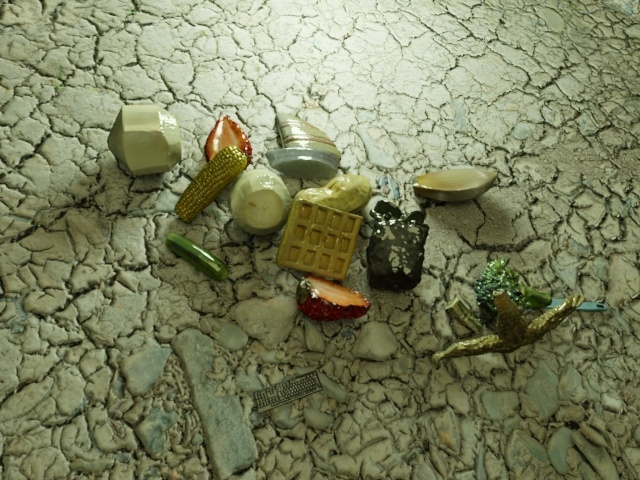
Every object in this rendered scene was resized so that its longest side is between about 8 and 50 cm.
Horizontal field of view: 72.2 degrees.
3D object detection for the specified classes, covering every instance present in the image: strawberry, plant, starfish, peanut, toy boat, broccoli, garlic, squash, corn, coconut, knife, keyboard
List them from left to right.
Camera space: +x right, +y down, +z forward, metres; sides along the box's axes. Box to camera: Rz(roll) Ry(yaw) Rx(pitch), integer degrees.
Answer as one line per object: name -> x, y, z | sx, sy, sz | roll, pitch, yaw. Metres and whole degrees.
coconut -> -0.571, -0.328, 1.421 | 0.241, 0.241, 0.241 | 4, 67, -8
squash -> -0.385, 0.051, 1.376 | 0.229, 0.066, 0.066 | 32, 66, 6
corn -> -0.349, -0.190, 1.410 | 0.310, 0.101, 0.101 | -43, 78, 11
strawberry -> -0.330, -0.319, 1.530 | 0.175, 0.098, 0.228 | -27, 63, -4
coconut -> -0.195, -0.125, 1.411 | 0.202, 0.222, 0.202 | -4, 106, -13
keyboard -> -0.094, 0.442, 1.286 | 0.198, 0.010, 0.063 | -16, 69, -16
toy boat -> -0.049, -0.340, 1.583 | 0.276, 0.111, 0.293 | 16, 55, -11
strawberry -> 0.031, 0.202, 1.355 | 0.237, 0.190, 0.111 | 18, 105, -14
peanut -> 0.041, -0.140, 1.485 | 0.306, 0.147, 0.147 | -24, 73, -18
plant -> 0.241, 0.020, 1.431 | 0.199, 0.188, 0.275 | 7, 68, -3
garlic -> 0.491, -0.201, 1.608 | 0.319, 0.112, 0.143 | 0, 44, -3
broccoli -> 0.633, 0.158, 1.469 | 0.275, 0.177, 0.198 | -6, 56, -34
starfish -> 0.579, 0.267, 1.337 | 0.433, 0.323, 0.082 | -2, 45, -14
knife -> 0.866, 0.224, 1.543 | 0.313, 0.019, 0.044 | 4, 59, -8

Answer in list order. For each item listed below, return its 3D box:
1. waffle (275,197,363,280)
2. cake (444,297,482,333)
waffle -> 0.000, 0.000, 1.387 | 0.248, 0.055, 0.220 | 15, 93, -22
cake -> 0.474, 0.252, 1.459 | 0.140, 0.055, 0.051 | 47, 65, -8
